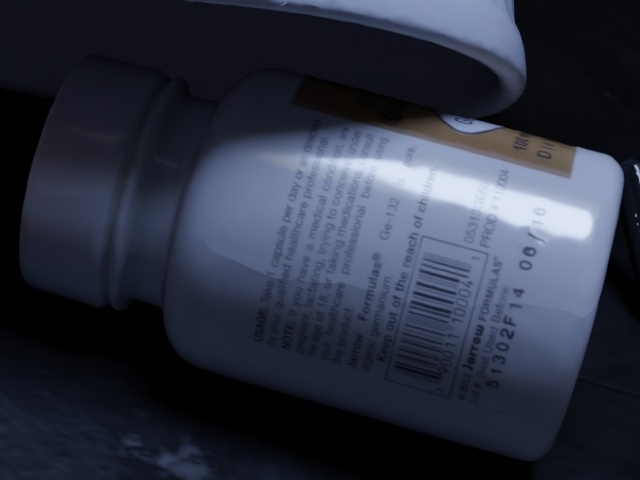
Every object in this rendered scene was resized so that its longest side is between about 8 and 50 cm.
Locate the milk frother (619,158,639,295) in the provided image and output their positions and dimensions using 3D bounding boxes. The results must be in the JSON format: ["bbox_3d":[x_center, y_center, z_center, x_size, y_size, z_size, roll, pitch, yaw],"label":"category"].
[{"bbox_3d":[0.235,-0.002,0.985,0.143,0.129,0.135,31,42,-58],"label":"milk frother"}]

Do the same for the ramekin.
[{"bbox_3d":[-0.043,-0.139,0.804,0.277,0.135,0.277,5,-6,1],"label":"ramekin"}]

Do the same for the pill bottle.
[{"bbox_3d":[0.000,0.000,0.759,0.229,0.131,0.131,15,25,5],"label":"pill bottle"}]
